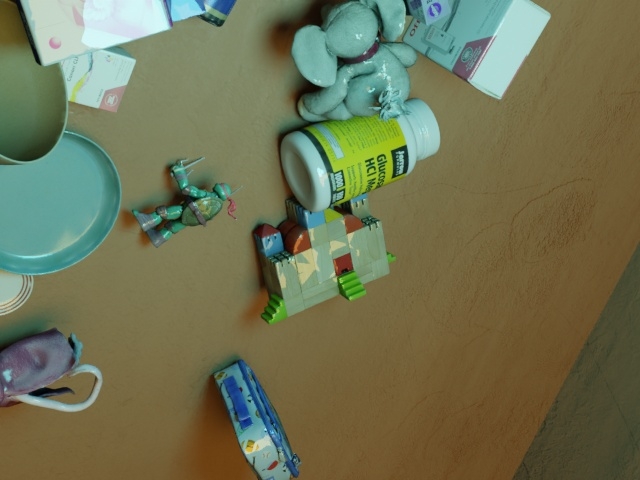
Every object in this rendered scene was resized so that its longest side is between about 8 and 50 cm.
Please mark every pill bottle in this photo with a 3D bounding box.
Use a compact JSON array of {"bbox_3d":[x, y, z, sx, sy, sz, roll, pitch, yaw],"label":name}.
[{"bbox_3d":[0.094,-0.203,2.183,0.334,0.188,0.188,-23,129,-20],"label":"pill bottle"},{"bbox_3d":[-0.187,-0.527,1.830,0.123,0.123,0.219,21,106,-41],"label":"pill bottle"}]

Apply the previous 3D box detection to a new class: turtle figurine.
[{"bbox_3d":[-0.276,-0.081,2.072,0.234,0.118,0.175,-31,132,-6],"label":"turtle figurine"}]

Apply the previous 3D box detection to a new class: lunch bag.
[{"bbox_3d":[-0.157,0.448,2.361,0.115,0.303,0.243,-27,131,-6],"label":"lunch bag"}]

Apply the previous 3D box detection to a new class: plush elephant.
[{"bbox_3d":[0.068,-0.391,2.012,0.272,0.330,0.255,-27,112,-8],"label":"plush elephant"}]

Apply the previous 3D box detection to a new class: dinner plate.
[{"bbox_3d":[-0.661,0.092,1.985,0.141,0.017,0.141,-18,127,-25],"label":"dinner plate"}]

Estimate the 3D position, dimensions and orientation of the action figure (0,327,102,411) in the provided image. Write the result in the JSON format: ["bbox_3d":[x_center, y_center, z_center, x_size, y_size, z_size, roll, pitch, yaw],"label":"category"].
[{"bbox_3d":[-0.675,0.307,1.961,0.370,0.276,0.248,-14,133,-43],"label":"action figure"}]

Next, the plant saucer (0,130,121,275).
[{"bbox_3d":[-0.555,-0.079,1.925,0.317,0.044,0.317,-17,126,-26],"label":"plant saucer"}]

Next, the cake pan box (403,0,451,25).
[{"bbox_3d":[0.149,-0.583,1.937,0.070,0.246,0.267,-30,133,-9],"label":"cake pan box"}]

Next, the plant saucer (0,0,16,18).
[{"bbox_3d":[-0.445,-0.506,1.722,0.259,0.048,0.258,4,116,-37],"label":"plant saucer"}]

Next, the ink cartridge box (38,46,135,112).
[{"bbox_3d":[-0.463,-0.323,1.814,0.198,0.067,0.115,11,113,-38],"label":"ink cartridge box"}]

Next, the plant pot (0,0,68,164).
[{"bbox_3d":[-0.600,-0.256,1.661,0.191,0.284,0.284,-8,138,25],"label":"plant pot"}]

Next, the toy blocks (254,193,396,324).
[{"bbox_3d":[0.000,0.000,2.286,0.381,0.191,0.261,-22,117,-21],"label":"toy blocks"}]

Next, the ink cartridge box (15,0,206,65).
[{"bbox_3d":[-0.373,-0.499,1.651,0.330,0.071,0.324,-22,114,-19],"label":"ink cartridge box"}]

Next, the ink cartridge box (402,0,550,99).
[{"bbox_3d":[0.330,-0.461,2.112,0.117,0.283,0.207,19,107,-36],"label":"ink cartridge box"}]
